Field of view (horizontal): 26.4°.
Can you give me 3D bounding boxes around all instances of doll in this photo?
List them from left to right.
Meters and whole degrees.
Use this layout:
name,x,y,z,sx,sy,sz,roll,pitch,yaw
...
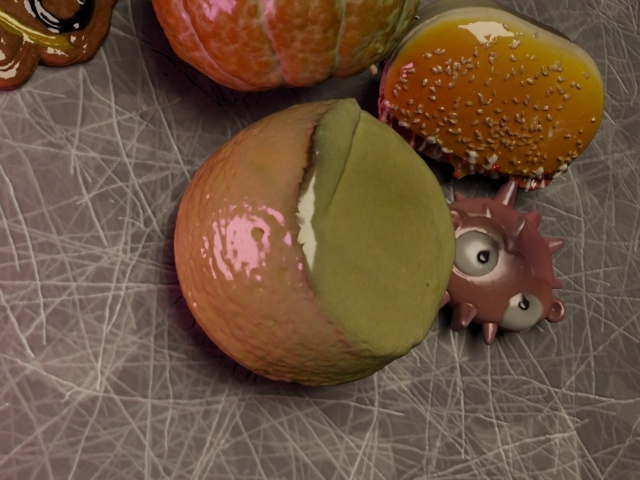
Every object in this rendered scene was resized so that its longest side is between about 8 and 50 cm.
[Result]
name,x,y,z,sx,sy,sz,roll,pitch,yaw
doll,0.203,0.020,1.714,0.262,0.093,0.211,44,64,-7

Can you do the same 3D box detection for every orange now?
name,x,y,z,sx,sy,sz,roll,pitch,yaw
orange,-0.037,-0.300,1.602,0.329,0.329,0.249,-19,102,-31

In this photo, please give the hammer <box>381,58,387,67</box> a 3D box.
name,x,y,z,sx,sy,sz,roll,pitch,yaw
hammer,0.158,-0.276,1.855,0.201,0.021,0.078,-36,88,-32

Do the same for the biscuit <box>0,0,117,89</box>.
name,x,y,z,sx,sy,sz,roll,pitch,yaw
biscuit,-0.338,-0.303,1.613,0.208,0.041,0.290,32,60,-13

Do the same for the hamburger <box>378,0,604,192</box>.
name,x,y,z,sx,sy,sz,roll,pitch,yaw
hamburger,0.218,-0.185,1.733,0.295,0.227,0.151,21,39,-16

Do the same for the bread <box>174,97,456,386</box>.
name,x,y,z,sx,sy,sz,roll,pitch,yaw
bread,-0.007,0.002,1.545,0.320,0.237,0.320,11,72,-37
